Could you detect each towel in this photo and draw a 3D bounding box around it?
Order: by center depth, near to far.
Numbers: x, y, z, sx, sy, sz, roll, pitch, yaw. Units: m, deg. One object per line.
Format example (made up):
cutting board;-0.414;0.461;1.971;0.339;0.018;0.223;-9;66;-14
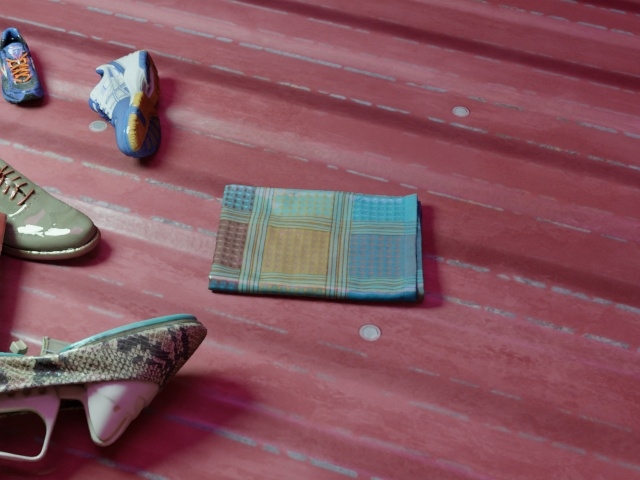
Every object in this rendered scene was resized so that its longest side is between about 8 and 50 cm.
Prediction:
towel;0.000;0.000;1.900;0.370;0.040;0.271;4;42;0

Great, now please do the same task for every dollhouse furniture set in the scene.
dollhouse furniture set;-0.454;0.190;1.671;0.152;0.058;0.076;15;33;-17

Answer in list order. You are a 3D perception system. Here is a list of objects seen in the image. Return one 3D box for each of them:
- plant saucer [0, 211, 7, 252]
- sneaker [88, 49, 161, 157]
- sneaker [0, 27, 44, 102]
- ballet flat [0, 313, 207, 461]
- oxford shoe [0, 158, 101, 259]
plant saucer;-0.651;0.055;1.729;0.259;0.047;0.258;-11;45;5
sneaker;-0.391;-0.255;2.115;0.131;0.112;0.296;-14;41;6
sneaker;-0.626;-0.358;2.198;0.083;0.087;0.221;-16;46;-20
ballet flat;-0.394;0.229;1.552;0.483;0.164;0.182;-6;64;-15
oxford shoe;-0.544;-0.067;1.859;0.348;0.130;0.123;17;44;13
